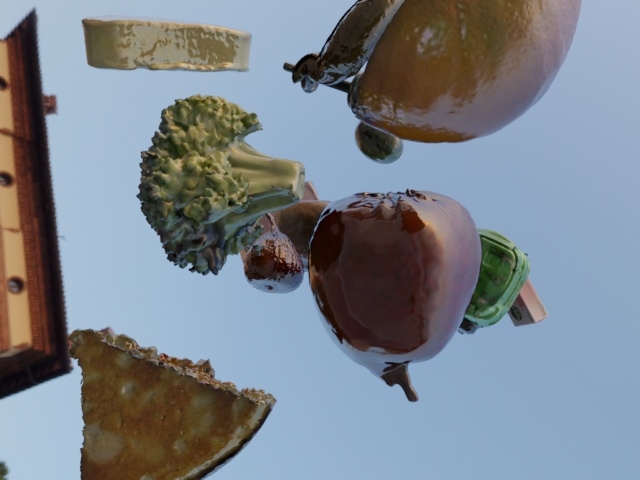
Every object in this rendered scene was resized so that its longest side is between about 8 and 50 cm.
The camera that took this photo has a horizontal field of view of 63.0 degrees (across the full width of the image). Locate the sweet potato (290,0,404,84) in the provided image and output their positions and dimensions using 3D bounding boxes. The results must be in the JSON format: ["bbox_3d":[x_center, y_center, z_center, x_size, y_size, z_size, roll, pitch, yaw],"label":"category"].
[{"bbox_3d":[0.065,-0.378,0.979,0.310,0.098,0.124,-35,-156,27],"label":"sweet potato"}]

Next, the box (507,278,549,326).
[{"bbox_3d":[0.469,0.137,1.233,0.043,0.089,0.125,-23,-100,-17],"label":"box"}]

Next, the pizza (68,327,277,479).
[{"bbox_3d":[-0.352,0.329,1.079,0.439,0.130,0.406,-32,-84,-5],"label":"pizza"}]

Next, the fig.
[{"bbox_3d":[-0.104,0.017,1.169,0.133,0.146,0.201,1,-119,-7],"label":"fig"}]

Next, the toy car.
[{"bbox_3d":[0.245,0.036,1.114,0.358,0.176,0.213,28,-101,48],"label":"toy car"}]

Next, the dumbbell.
[{"bbox_3d":[0.030,-0.332,1.103,0.254,0.110,0.110,24,-82,20],"label":"dumbbell"}]

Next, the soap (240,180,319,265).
[{"bbox_3d":[-0.121,-0.031,1.659,0.107,0.296,0.286,132,-56,-63],"label":"soap"}]

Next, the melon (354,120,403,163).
[{"bbox_3d":[0.153,-0.273,1.396,0.114,0.114,0.167,-49,-126,19],"label":"melon"}]

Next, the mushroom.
[{"bbox_3d":[0.000,0.000,1.408,0.278,0.278,0.146,-21,-142,30],"label":"mushroom"}]

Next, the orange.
[{"bbox_3d":[0.180,-0.256,0.654,0.310,0.274,0.274,-14,-106,-3],"label":"orange"}]

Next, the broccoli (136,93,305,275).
[{"bbox_3d":[-0.171,-0.102,0.982,0.280,0.293,0.348,4,-123,10],"label":"broccoli"}]

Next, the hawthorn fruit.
[{"bbox_3d":[0.121,0.062,0.902,0.308,0.308,0.325,21,-52,34],"label":"hawthorn fruit"}]

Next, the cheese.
[{"bbox_3d":[-0.335,-0.455,1.214,0.383,0.383,0.104,23,-62,34],"label":"cheese"}]
